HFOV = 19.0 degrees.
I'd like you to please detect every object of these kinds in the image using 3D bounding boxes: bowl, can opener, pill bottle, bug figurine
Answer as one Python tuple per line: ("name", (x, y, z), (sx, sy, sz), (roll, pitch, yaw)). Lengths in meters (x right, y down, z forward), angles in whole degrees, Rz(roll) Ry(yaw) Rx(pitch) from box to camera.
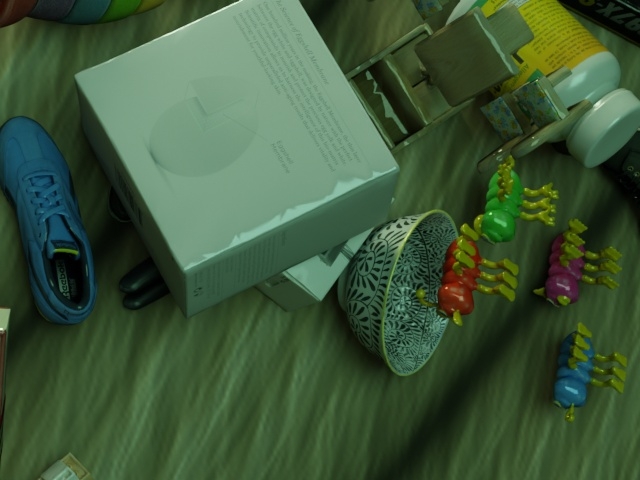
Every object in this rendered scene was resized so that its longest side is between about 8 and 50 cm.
("bowl", (0.069, 0.045, 1.922), (0.170, 0.080, 0.170), (-34, 131, -53))
("can opener", (-0.121, 0.008, 1.889), (0.186, 0.073, 0.059), (-41, 136, -19))
("pill bottle", (0.235, -0.176, 1.980), (0.117, 0.117, 0.208), (-33, 69, -23))
("bug figurine", (0.214, 0.045, 1.968), (0.279, 0.072, 0.216), (39, 52, -32))

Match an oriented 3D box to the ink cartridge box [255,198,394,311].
("ink cartridge box", (0.000, 0.000, 1.906), (0.056, 0.099, 0.135), (40, 70, -11))

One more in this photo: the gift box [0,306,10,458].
("gift box", (-0.401, 0.175, 1.596), (0.276, 0.258, 0.255), (10, 115, -7))

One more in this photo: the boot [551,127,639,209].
("boot", (0.339, -0.062, 2.069), (0.198, 0.077, 0.137), (1, 86, -20))

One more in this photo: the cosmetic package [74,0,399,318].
("cosmetic package", (-0.080, -0.086, 1.801), (0.225, 0.138, 0.224), (-26, 73, -12))

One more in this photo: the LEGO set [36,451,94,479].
("LEGO set", (-0.294, 0.329, 1.737), (0.107, 0.132, 0.287), (56, 43, -23))

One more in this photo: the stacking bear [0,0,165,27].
("stacking bear", (-0.191, -0.294, 1.855), (0.289, 0.175, 0.164), (-8, 82, -30))

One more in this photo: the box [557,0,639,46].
("box", (0.363, -0.357, 2.123), (0.322, 0.079, 0.257), (25, 71, -16))

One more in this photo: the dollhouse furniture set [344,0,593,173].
("dollhouse furniture set", (0.105, -0.157, 1.896), (0.161, 0.242, 0.212), (-35, 94, -23))

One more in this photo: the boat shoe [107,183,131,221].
("boat shoe", (-0.163, -0.076, 1.887), (0.049, 0.042, 0.133), (41, 71, -12))

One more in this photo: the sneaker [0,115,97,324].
("sneaker", (-0.255, -0.023, 1.820), (0.069, 0.082, 0.209), (-13, 85, -21))
